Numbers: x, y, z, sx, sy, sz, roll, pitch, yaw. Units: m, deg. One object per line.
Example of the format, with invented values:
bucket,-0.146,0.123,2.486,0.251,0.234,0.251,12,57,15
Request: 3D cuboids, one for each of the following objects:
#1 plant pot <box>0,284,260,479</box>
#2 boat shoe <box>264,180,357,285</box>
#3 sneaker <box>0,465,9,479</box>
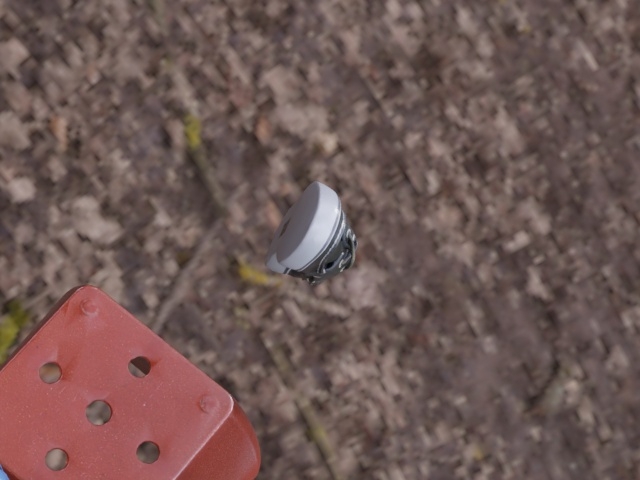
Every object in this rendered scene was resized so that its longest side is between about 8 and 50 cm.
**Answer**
plant pot,-0.216,0.195,1.515,0.267,0.235,0.267,39,65,5
boat shoe,0.000,0.000,0.887,0.040,0.142,0.049,24,83,-6
sneaker,-0.215,0.125,0.734,0.082,0.069,0.209,37,19,20
